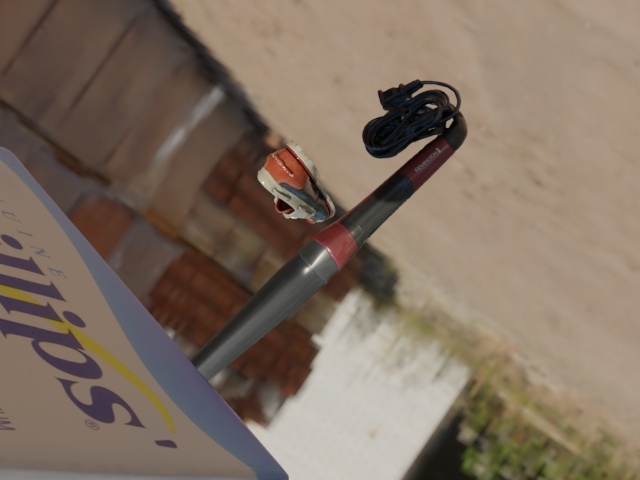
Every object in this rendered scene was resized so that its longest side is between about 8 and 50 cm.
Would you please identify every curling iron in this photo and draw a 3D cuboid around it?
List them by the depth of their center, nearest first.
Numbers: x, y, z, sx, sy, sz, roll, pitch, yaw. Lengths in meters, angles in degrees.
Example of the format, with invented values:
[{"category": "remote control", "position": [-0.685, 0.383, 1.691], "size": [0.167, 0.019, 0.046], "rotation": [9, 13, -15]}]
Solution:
[{"category": "curling iron", "position": [0.000, 0.000, 1.074], "size": [0.068, 0.274, 0.035], "rotation": [43, -176, 39]}]

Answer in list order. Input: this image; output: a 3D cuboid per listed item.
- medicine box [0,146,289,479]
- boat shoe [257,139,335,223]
[{"category": "medicine box", "position": [-0.209, 0.062, 0.634], "size": [0.289, 0.149, 0.263], "rotation": [12, -154, -49]}, {"category": "boat shoe", "position": [-0.021, -0.040, 1.303], "size": [0.049, 0.043, 0.137], "rotation": [46, 175, 18]}]
